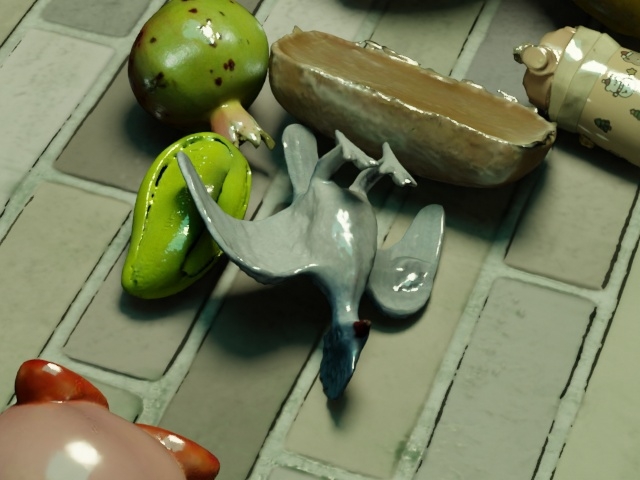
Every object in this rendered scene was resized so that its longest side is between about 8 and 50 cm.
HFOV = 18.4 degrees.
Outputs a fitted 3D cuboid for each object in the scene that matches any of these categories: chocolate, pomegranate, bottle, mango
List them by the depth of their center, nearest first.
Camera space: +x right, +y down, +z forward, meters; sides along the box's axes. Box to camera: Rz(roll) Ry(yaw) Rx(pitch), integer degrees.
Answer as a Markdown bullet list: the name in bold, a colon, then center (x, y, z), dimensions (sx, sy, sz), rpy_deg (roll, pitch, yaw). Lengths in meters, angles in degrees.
- **mango**: center (-0.113, -0.016, 1.631), dimensions (0.091, 0.074, 0.165), rpy_deg (11, 59, 27)
- **chocolate**: center (0.072, -0.102, 1.704), dimensions (0.261, 0.083, 0.161), rpy_deg (22, 19, 15)
- **pomegranate**: center (-0.097, -0.137, 1.730), dimensions (0.129, 0.129, 0.159), rpy_deg (-30, 97, -28)
- **bottle**: center (0.242, -0.134, 1.738), dimensions (0.152, 0.099, 0.099), rpy_deg (27, 50, 18)

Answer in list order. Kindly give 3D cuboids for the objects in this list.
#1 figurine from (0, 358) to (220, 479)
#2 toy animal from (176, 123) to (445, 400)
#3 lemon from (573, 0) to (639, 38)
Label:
- **figurine**: center (-0.174, 0.192, 1.357), dimensions (0.173, 0.173, 0.173), rpy_deg (1, 45, -1)
- **toy animal**: center (0.000, 0.000, 1.581), dimensions (0.239, 0.176, 0.255), rpy_deg (18, 19, -25)
- **lemon**: center (0.332, -0.299, 1.801), dimensions (0.284, 0.260, 0.260), rpy_deg (1, 36, 42)
